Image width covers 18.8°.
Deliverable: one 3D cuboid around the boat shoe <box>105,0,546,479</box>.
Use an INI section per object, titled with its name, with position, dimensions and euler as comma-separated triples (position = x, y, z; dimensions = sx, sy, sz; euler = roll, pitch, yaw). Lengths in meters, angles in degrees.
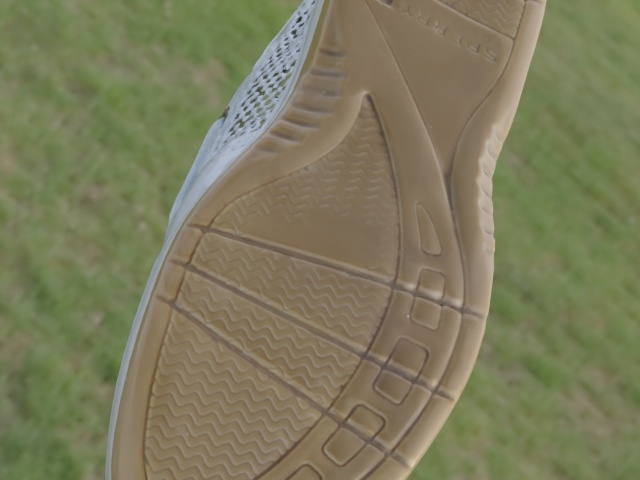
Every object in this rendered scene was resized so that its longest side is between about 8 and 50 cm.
[boat shoe]
position = 0.000, 0.000, 0.628
dimensions = 0.098, 0.096, 0.277
euler = 31, 56, -10
